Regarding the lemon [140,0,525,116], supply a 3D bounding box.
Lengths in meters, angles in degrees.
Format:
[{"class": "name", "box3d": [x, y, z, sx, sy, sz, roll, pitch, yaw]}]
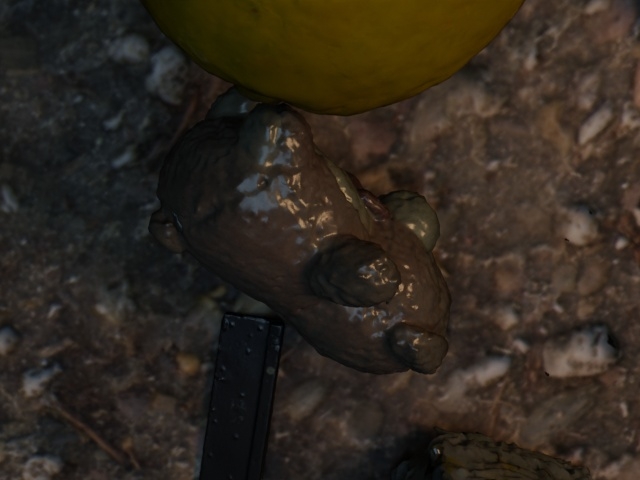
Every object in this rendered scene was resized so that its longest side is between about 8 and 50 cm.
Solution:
[{"class": "lemon", "box3d": [0.011, -0.258, 0.881, 0.348, 0.348, 0.348, 0, 108, 0]}]

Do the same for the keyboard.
[{"class": "keyboard", "box3d": [-0.072, 0.158, 1.182, 0.060, 0.018, 0.195, 11, 108, 5]}]

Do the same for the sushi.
[{"class": "sushi", "box3d": [0.166, 0.279, 1.154, 0.274, 0.139, 0.184, 14, 110, -7]}]

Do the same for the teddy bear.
[{"class": "teddy bear", "box3d": [-0.001, 0.000, 1.017, 0.267, 0.236, 0.151, 33, 96, -23]}]
